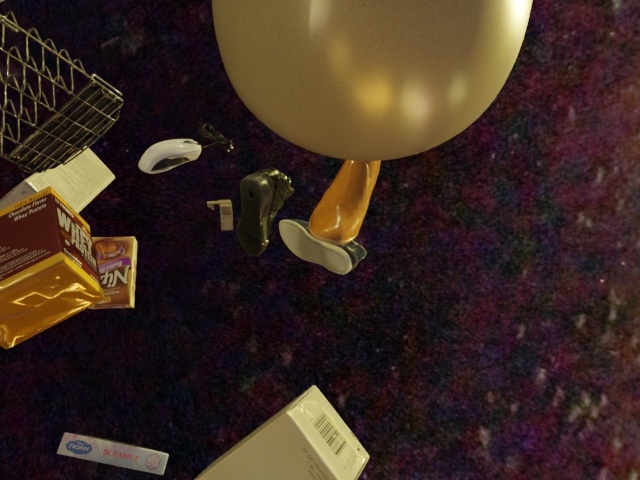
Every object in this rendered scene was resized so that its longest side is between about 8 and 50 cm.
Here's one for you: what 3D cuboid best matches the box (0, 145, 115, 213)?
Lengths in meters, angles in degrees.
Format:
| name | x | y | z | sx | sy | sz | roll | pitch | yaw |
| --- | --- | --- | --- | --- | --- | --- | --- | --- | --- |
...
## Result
| name | x | y | z | sx | sy | sz | roll | pitch | yaw |
| --- | --- | --- | --- | --- | --- | --- | --- | --- | --- |
| box | -0.717 | -0.141 | 1.365 | 0.121 | 0.311 | 0.148 | -30 | 112 | 18 |

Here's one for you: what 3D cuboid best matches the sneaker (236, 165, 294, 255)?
| name | x | y | z | sx | sy | sz | roll | pitch | yaw |
| --- | --- | --- | --- | --- | --- | --- | --- | --- | --- |
| sneaker | -0.118 | -0.068 | 1.088 | 0.130 | 0.087 | 0.228 | -41 | 152 | -42 |

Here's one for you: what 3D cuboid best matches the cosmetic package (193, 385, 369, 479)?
| name | x | y | z | sx | sy | sz | roll | pitch | yaw |
| --- | --- | --- | --- | --- | --- | --- | --- | --- | --- |
| cosmetic package | -0.085 | 0.413 | 0.870 | 0.160 | 0.309 | 0.113 | 50 | 24 | 10 |

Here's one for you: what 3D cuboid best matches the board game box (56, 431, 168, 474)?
| name | x | y | z | sx | sy | sz | roll | pitch | yaw |
| --- | --- | --- | --- | --- | --- | --- | --- | --- | --- |
| board game box | -0.680 | 0.701 | 1.631 | 0.317 | 0.318 | 0.066 | 20 | 64 | -15 |

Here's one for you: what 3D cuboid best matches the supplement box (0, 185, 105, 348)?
| name | x | y | z | sx | sy | sz | roll | pitch | yaw |
| --- | --- | --- | --- | --- | --- | --- | --- | --- | --- |
| supplement box | -0.516 | 0.045 | 0.872 | 0.191 | 0.194 | 0.129 | -28 | 143 | -6 |

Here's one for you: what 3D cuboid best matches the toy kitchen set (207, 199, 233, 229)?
| name | x | y | z | sx | sy | sz | roll | pitch | yaw |
| --- | --- | --- | --- | --- | --- | --- | --- | --- | --- |
| toy kitchen set | -0.295 | -0.076 | 1.445 | 0.068 | 0.083 | 0.075 | -4 | 107 | -14 |

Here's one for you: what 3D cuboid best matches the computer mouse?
| name | x | y | z | sx | sy | sz | roll | pitch | yaw |
| --- | --- | --- | --- | --- | --- | --- | --- | --- | --- |
| computer mouse | -0.288 | -0.194 | 1.033 | 0.193 | 0.106 | 0.042 | -26 | 140 | -24 |

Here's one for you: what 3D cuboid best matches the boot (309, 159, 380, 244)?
| name | x | y | z | sx | sy | sz | roll | pitch | yaw |
| --- | --- | --- | --- | --- | --- | --- | --- | --- | --- |
| boot | 0.064 | -0.134 | 0.992 | 0.104 | 0.295 | 0.211 | 19 | 119 | 8 |

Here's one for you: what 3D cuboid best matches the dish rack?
| name | x | y | z | sx | sy | sz | roll | pitch | yaw |
| --- | --- | --- | --- | --- | --- | --- | --- | --- | --- |
| dish rack | -0.416 | -0.205 | 0.652 | 0.208 | 0.074 | 0.271 | -34 | 151 | 12 |

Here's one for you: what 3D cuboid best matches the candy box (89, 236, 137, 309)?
| name | x | y | z | sx | sy | sz | roll | pitch | yaw |
| --- | --- | --- | --- | --- | --- | --- | --- | --- | --- |
| candy box | -0.545 | 0.085 | 1.295 | 0.109 | 0.053 | 0.187 | -1 | 72 | -10 |

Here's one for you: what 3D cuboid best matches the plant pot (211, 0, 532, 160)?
| name | x | y | z | sx | sy | sz | roll | pitch | yaw |
| --- | --- | --- | --- | --- | --- | --- | --- | --- | --- |
| plant pot | 0.041 | -0.227 | 0.378 | 0.284 | 0.191 | 0.284 | 0 | 79 | 1 |

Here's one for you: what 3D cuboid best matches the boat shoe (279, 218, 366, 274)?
| name | x | y | z | sx | sy | sz | roll | pitch | yaw |
| --- | --- | --- | --- | --- | --- | --- | --- | --- | --- |
| boat shoe | 0.000 | 0.000 | 1.192 | 0.079 | 0.254 | 0.095 | -30 | 125 | -34 |
